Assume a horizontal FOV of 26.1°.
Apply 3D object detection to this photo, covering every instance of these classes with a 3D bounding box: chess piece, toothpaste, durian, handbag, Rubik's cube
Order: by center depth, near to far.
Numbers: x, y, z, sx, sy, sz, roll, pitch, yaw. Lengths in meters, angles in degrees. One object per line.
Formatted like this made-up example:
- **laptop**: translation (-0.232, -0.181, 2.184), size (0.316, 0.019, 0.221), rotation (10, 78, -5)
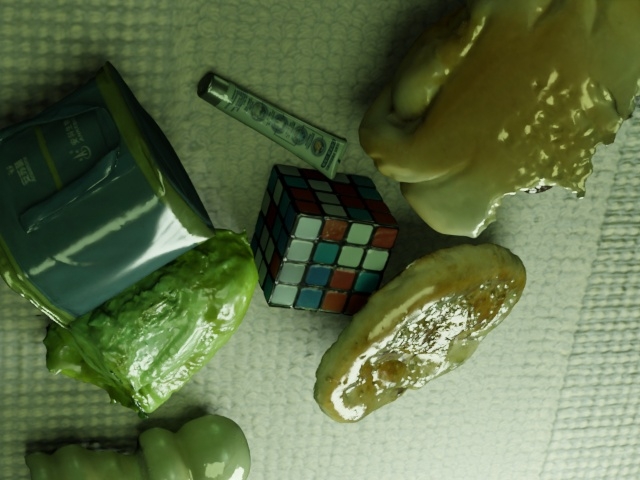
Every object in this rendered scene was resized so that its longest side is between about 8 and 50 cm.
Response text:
- **handbag**: translation (-0.297, -0.058, 1.745), size (0.241, 0.263, 0.222), rotation (-33, 149, 1)
- **toothpaste**: translation (-0.062, -0.159, 1.886), size (0.239, 0.039, 0.062), rotation (27, 77, -29)
- **durian**: translation (-0.222, 0.109, 1.888), size (0.339, 0.256, 0.204), rotation (-35, 96, -2)
- **Rubik's cube**: translation (0.000, 0.000, 1.938), size (0.155, 0.151, 0.154), rotation (8, 117, -21)
- **chess piece**: translation (-0.265, 0.363, 2.083), size (0.330, 0.182, 0.182), rotation (-16, 124, -13)

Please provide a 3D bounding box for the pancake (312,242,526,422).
- **pancake**: translation (0.150, 0.141, 2.025), size (0.387, 0.082, 0.387), rotation (-29, 155, -15)

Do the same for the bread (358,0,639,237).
- **bread**: translation (0.248, -0.200, 1.779), size (0.245, 0.329, 0.424), rotation (35, 112, -31)

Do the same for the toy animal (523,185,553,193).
- **toy animal**: translation (0.323, -0.125, 1.991), size (0.137, 0.098, 0.098), rotation (-43, 123, 11)
